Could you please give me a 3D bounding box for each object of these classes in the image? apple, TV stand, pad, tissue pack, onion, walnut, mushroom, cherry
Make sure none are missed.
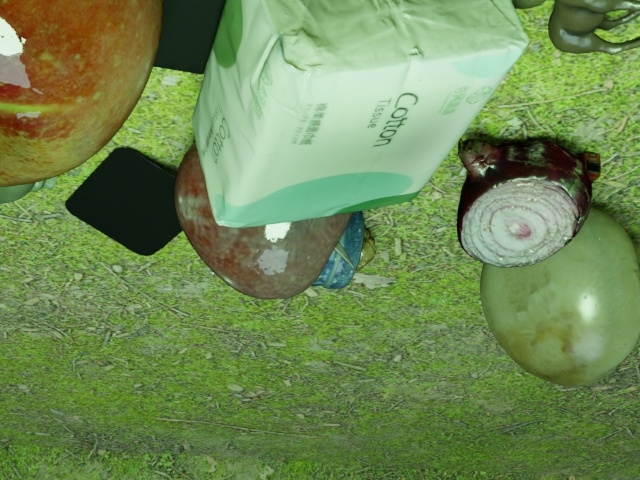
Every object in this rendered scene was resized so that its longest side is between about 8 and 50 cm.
[{"bbox_3d":[-0.312,-0.223,0.913,0.348,0.277,0.348,5,146,4],"label":"apple"},{"bbox_3d":[-0.138,-0.282,1.051,0.088,0.083,0.269,8,153,-12],"label":"TV stand"},{"bbox_3d":[-0.217,-0.034,1.606,0.323,0.055,0.250,16,151,-30],"label":"pad"},{"bbox_3d":[0.021,-0.166,1.109,0.266,0.194,0.356,-10,159,-20],"label":"tissue pack"},{"bbox_3d":[0.261,-0.079,1.416,0.218,0.140,0.195,43,134,-21],"label":"onion"},{"bbox_3d":[0.046,0.015,1.682,0.079,0.082,0.096,45,139,-17],"label":"walnut"},{"bbox_3d":[0.420,0.085,1.626,0.290,0.292,0.292,-2,161,-37],"label":"mushroom"},{"bbox_3d":[-0.061,-0.040,1.383,0.285,0.236,0.213,36,167,-9],"label":"cherry"}]

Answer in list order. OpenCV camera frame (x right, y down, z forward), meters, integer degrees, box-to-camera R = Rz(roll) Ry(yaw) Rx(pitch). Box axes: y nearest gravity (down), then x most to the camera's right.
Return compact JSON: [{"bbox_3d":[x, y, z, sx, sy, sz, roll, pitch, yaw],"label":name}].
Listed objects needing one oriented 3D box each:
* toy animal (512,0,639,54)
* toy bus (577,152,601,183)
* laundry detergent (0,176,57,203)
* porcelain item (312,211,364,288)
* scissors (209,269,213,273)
[{"bbox_3d":[0.274,-0.260,1.067,0.186,0.094,0.214,4,158,1],"label":"toy animal"},{"bbox_3d":[0.368,-0.087,1.489,0.031,0.043,0.110,9,154,-17],"label":"toy bus"},{"bbox_3d":[-0.489,-0.114,1.402,0.253,0.091,0.181,17,152,-31],"label":"laundry detergent"},{"bbox_3d":[0.000,0.000,1.566,0.114,0.147,0.147,8,154,-16],"label":"porcelain item"},{"bbox_3d":[-0.111,0.054,1.829,0.176,0.022,0.085,2,158,-11],"label":"scissors"}]
